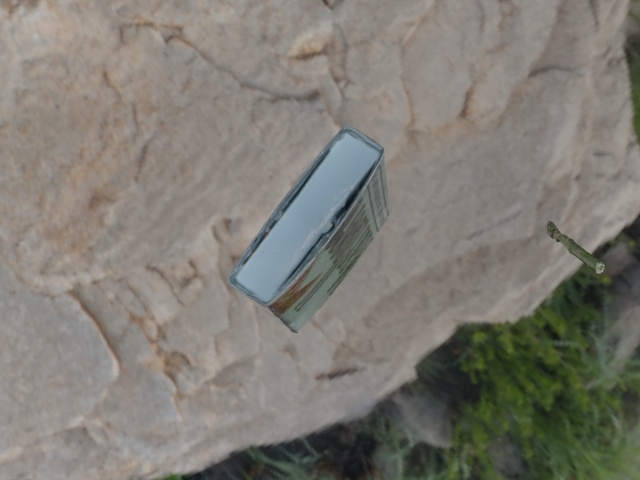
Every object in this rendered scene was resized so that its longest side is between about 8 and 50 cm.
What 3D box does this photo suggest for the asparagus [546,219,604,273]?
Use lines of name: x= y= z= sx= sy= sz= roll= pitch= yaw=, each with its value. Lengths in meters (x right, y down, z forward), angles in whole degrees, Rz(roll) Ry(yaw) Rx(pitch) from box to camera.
asparagus: x=0.248 y=0.005 z=1.190 sx=0.016 sy=0.163 sz=0.016 roll=9 pitch=103 yaw=-10

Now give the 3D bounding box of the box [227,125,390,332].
box: x=0.000 y=0.000 z=0.751 sx=0.036 sy=0.177 sz=0.115 roll=37 pitch=86 yaw=9
